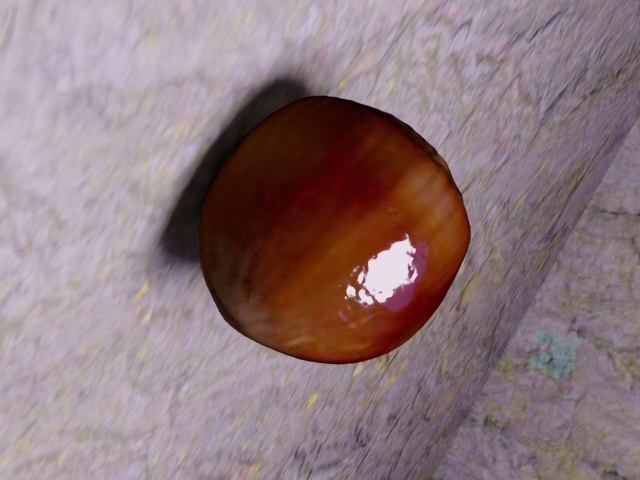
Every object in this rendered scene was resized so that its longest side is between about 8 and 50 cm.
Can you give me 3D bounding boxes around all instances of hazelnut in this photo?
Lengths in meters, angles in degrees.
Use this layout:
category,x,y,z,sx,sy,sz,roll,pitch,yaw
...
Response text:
category,x,y,z,sx,sy,sz,roll,pitch,yaw
hazelnut,0.000,0.000,0.712,0.208,0.208,0.208,-46,155,-28
